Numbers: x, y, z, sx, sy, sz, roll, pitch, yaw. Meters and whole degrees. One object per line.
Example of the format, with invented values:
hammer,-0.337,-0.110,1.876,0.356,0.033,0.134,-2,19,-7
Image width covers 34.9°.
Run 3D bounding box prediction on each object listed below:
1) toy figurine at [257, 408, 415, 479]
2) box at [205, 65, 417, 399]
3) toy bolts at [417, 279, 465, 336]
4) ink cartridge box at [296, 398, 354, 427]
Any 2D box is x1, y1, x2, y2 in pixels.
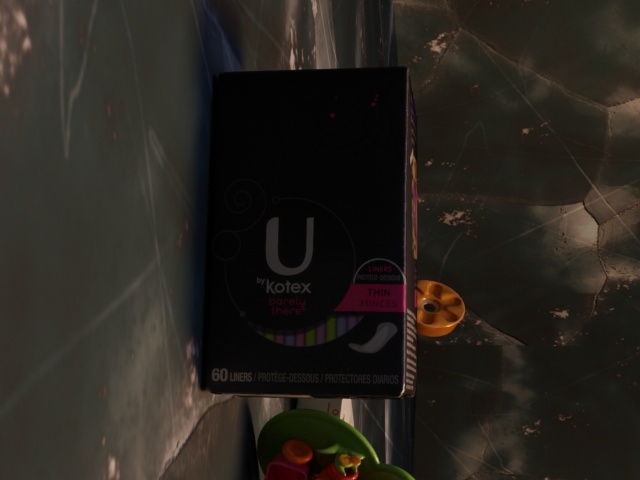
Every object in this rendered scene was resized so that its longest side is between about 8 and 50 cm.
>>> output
toy figurine,-0.009,0.258,0.917,0.159,0.173,0.130,-52,160,-55
box,0.000,0.000,0.878,0.143,0.165,0.270,48,42,-77
toy bolts,0.111,0.015,1.490,0.228,0.218,0.158,-91,-172,-51
ink cartridge box,0.004,0.265,1.220,0.198,0.067,0.115,83,11,-45
